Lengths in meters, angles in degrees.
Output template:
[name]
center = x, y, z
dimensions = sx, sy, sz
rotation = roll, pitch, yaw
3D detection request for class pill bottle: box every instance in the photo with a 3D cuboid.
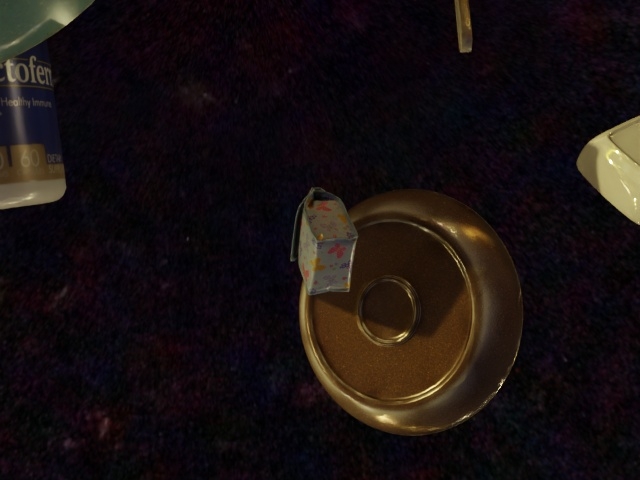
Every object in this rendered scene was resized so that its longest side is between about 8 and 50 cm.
[pill bottle]
center = -0.304, -0.155, 0.680
dimensions = 0.153, 0.153, 0.264
rotation = -7, 96, -3

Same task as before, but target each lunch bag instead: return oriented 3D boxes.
[lunch bag]
center = 0.000, 0.000, 0.790
dimensions = 0.053, 0.083, 0.071
rotation = -3, 130, -13

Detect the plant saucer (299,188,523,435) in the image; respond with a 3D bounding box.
[plant saucer]
center = 0.093, 0.087, 1.030
dimensions = 0.310, 0.050, 0.310
rotation = -3, 84, 32

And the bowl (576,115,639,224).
[bowl]
center = 0.388, -0.094, 0.954
dimensions = 0.142, 0.142, 0.053
rotation = -23, 140, -13

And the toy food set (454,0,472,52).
[toy food set]
center = 0.041, -0.181, 0.383
dimensions = 0.071, 0.218, 0.128
rotation = -2, 72, 4

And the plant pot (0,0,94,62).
[plant pot]
center = -0.262, -0.260, 0.467
dimensions = 0.290, 0.290, 0.195
rotation = -14, 154, 0
